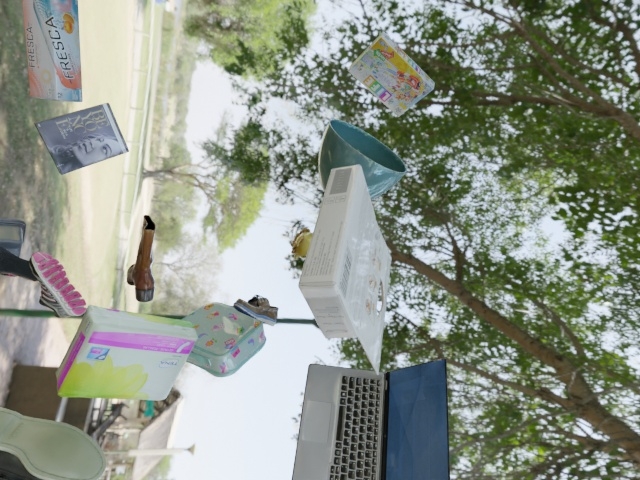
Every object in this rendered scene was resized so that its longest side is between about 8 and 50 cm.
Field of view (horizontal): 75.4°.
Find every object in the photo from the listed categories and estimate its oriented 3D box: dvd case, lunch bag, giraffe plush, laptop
[{"bbox_3d":[-0.744,-0.323,1.310,0.018,0.221,0.165,19,-49,44],"label":"dvd case"},{"bbox_3d":[-0.332,0.310,1.317,0.279,0.224,0.108,10,-57,33],"label":"lunch bag"},{"bbox_3d":[0.000,0.000,1.242,0.210,0.170,0.182,34,-30,42],"label":"giraffe plush"},{"bbox_3d":[0.129,0.527,1.162,0.236,0.407,0.382,84,13,-57],"label":"laptop"}]

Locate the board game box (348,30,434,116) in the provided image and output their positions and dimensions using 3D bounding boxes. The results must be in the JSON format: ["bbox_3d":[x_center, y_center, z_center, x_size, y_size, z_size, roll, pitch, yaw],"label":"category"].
[{"bbox_3d":[0.150,-0.346,0.876,0.103,0.154,0.026,-31,-149,47],"label":"board game box"}]

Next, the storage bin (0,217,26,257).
[{"bbox_3d":[-0.866,0.004,1.104,0.091,0.135,0.098,45,-62,40],"label":"storage bin"}]

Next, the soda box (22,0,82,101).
[{"bbox_3d":[-0.460,-0.337,0.713,0.058,0.062,0.183,-45,144,-68],"label":"soda box"}]

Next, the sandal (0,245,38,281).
[{"bbox_3d":[-0.798,0.065,1.060,0.040,0.179,0.067,-17,-121,15],"label":"sandal"}]

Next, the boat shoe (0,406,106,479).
[{"bbox_3d":[-0.645,0.480,0.916,0.127,0.339,0.113,-85,-165,-68],"label":"boat shoe"}]

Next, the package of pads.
[{"bbox_3d":[-0.508,0.311,1.104,0.101,0.296,0.229,39,-78,47],"label":"package of pads"}]

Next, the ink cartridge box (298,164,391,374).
[{"bbox_3d":[0.062,0.052,0.766,0.297,0.066,0.261,-74,150,-43],"label":"ink cartridge box"}]

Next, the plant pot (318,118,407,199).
[{"bbox_3d":[0.105,-0.229,1.347,0.196,0.290,0.290,-56,-150,27],"label":"plant pot"}]

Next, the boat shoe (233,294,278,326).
[{"bbox_3d":[-0.182,0.191,1.189,0.066,0.183,0.066,16,-106,30],"label":"boat shoe"}]

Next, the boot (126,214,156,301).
[{"bbox_3d":[-0.653,0.044,1.505,0.264,0.096,0.281,-140,-125,-61],"label":"boot"}]

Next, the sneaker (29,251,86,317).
[{"bbox_3d":[-0.616,0.109,0.947,0.074,0.171,0.063,-26,-167,15],"label":"sneaker"}]
